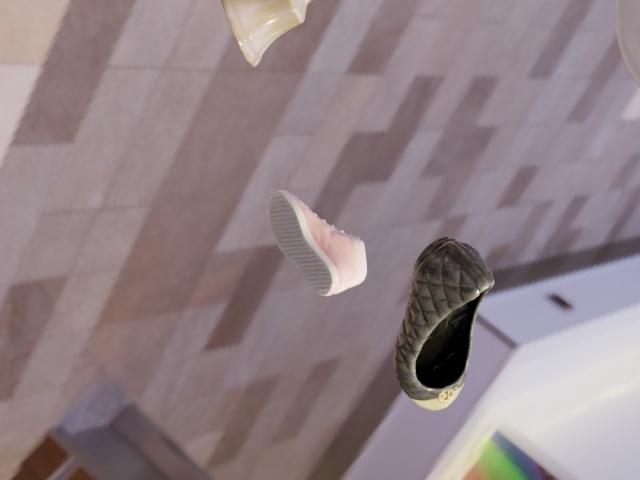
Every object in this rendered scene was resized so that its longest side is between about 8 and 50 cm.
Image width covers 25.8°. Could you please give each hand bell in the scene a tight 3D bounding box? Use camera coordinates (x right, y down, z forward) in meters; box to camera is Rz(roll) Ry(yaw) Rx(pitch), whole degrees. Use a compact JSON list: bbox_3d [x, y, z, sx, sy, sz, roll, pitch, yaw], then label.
[{"bbox_3d":[0.006,-0.315,1.722,0.242,0.126,0.126,-19,156,8],"label":"hand bell"}]

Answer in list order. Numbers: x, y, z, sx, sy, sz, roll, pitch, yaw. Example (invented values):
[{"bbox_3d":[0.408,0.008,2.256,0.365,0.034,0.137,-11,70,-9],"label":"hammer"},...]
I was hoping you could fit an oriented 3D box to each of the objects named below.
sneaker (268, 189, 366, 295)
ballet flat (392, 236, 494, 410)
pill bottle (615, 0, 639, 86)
[{"bbox_3d":[0.000,0.000,1.484,0.070,0.134,0.051,-10,145,-40],"label":"sneaker"},{"bbox_3d":[0.082,0.066,0.932,0.057,0.049,0.173,-26,145,-19],"label":"ballet flat"},{"bbox_3d":[0.252,-0.111,0.709,0.186,0.112,0.112,3,125,-36],"label":"pill bottle"}]
